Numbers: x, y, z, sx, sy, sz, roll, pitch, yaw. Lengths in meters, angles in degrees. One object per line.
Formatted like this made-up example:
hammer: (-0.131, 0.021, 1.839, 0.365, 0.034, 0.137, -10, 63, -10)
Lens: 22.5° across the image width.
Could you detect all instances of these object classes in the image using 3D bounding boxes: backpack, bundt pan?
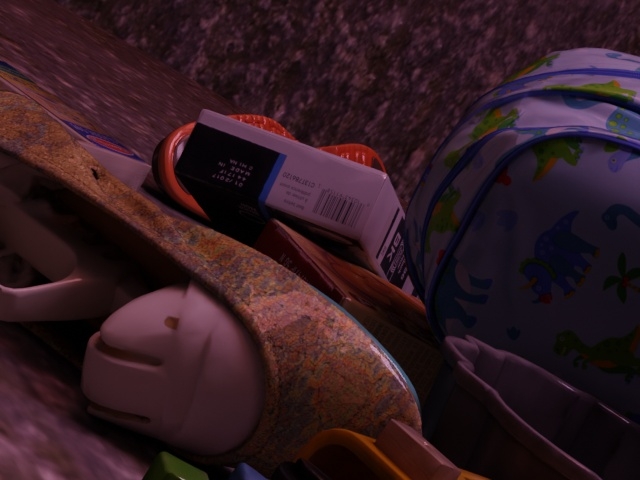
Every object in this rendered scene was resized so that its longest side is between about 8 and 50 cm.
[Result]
backpack: (0.233, 0.023, 1.075, 0.355, 0.290, 0.273, 40, 34, 15)
bundt pan: (0.173, 0.189, 0.856, 0.331, 0.124, 0.331, 31, 7, -4)

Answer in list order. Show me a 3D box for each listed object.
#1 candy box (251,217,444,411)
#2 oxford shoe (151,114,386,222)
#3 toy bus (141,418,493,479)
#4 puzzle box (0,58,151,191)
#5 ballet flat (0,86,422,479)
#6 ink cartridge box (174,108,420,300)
candy box: (0.092, 0.112, 1.203, 0.316, 0.087, 0.183, 29, 8, -25)
oxford shoe: (-0.074, -0.055, 1.713, 0.133, 0.130, 0.363, -3, -8, 34)
toy bus: (0.020, 0.129, 0.667, 0.191, 0.104, 0.202, 32, 6, -2)
puzzle box: (-0.333, -0.138, 1.242, 0.272, 0.052, 0.409, 36, 7, 23)
ballet flat: (-0.108, 0.033, 0.840, 0.348, 0.123, 0.123, 36, 7, 25)
ink cartridge box: (0.000, 0.000, 1.365, 0.165, 0.065, 0.333, 20, -12, 18)
